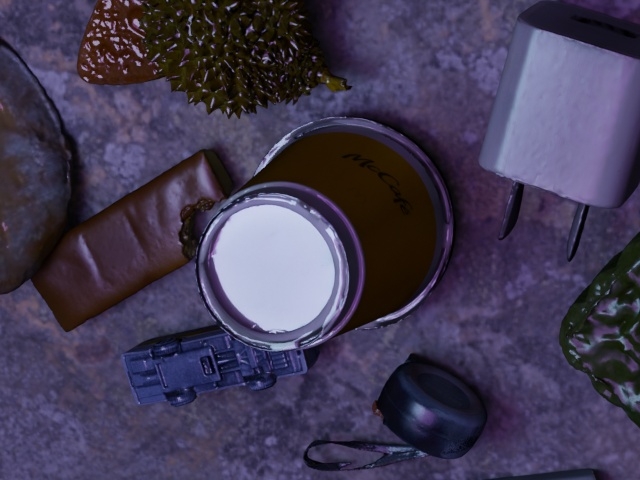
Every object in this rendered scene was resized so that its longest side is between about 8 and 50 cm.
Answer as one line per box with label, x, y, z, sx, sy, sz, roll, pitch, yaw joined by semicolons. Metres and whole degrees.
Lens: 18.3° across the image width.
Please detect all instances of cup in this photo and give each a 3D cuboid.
cup;0.000;0.000;1.697;0.196;0.279;0.196;3;100;16

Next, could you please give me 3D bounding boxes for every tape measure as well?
tape measure;0.066;0.189;1.812;0.104;0.107;0.180;46;112;0

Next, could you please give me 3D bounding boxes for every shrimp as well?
shrimp;-0.386;-0.152;1.868;0.221;0.110;0.446;-27;88;-18

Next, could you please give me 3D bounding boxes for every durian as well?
durian;-0.071;-0.170;1.741;0.208;0.102;0.146;28;109;0

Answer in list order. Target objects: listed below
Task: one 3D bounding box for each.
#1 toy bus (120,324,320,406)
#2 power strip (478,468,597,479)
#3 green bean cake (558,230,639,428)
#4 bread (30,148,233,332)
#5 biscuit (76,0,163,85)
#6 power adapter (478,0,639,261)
toy bus;-0.092;0.110;1.867;0.190;0.075;0.064;-13;98;24
power strip;0.150;0.254;1.843;0.252;0.027;0.060;-9;102;22
green bean cake;0.349;0.062;1.663;0.222;0.125;0.248;40;114;6
bread;-0.172;-0.001;1.882;0.226;0.049;0.088;-29;92;24
biscuit;-0.116;-0.229;1.800;0.280;0.043;0.183;-39;93;28
power adapter;0.208;-0.083;1.676;0.130;0.125;0.205;20;112;13
